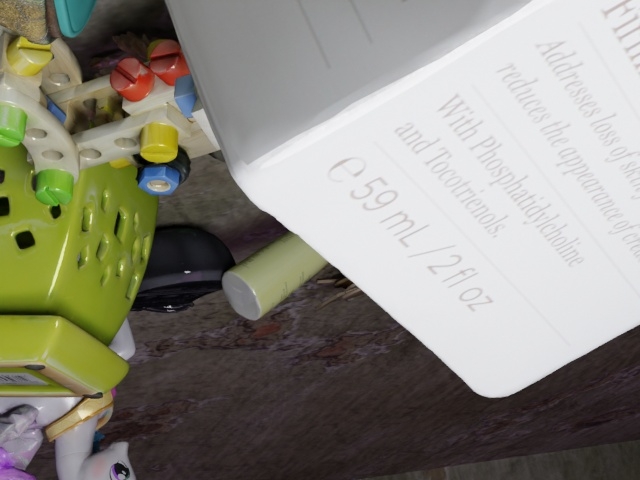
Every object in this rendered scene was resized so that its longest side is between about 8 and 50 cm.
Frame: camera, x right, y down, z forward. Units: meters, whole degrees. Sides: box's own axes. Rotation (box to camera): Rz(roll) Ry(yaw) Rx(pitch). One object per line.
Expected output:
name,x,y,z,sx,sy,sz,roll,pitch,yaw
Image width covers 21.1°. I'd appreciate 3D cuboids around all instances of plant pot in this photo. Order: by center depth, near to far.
plant pot,-0.279,0.024,1.487,0.228,0.207,0.227,-1,164,11

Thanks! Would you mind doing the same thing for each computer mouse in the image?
computer mouse,-0.187,0.033,1.905,0.188,0.072,0.272,-1,170,-29

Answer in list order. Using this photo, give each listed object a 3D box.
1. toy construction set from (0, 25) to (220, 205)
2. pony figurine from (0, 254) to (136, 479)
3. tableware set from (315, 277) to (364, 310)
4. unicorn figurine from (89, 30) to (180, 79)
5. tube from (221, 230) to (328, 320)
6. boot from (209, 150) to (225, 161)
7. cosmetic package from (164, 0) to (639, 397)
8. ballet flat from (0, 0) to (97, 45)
toy construction set,-0.134,-0.115,1.268,0.328,0.151,0.215,0,156,35
pony figurine,-0.329,0.167,1.711,0.351,0.363,0.303,-11,163,-6
tableware set,0.072,0.031,2.126,0.128,0.039,0.194,-18,172,-27
unicorn figurine,-0.142,-0.121,1.462,0.111,0.060,0.162,-4,163,-15
tube,0.000,0.000,1.847,0.070,0.062,0.240,18,-136,43
boot,-0.019,-0.072,1.480,0.083,0.161,0.246,-53,176,-5
cosmetic package,0.140,-0.186,0.857,0.394,0.327,0.329,-30,149,13
ballet flat,-0.187,-0.232,1.033,0.123,0.123,0.348,-9,160,-13
